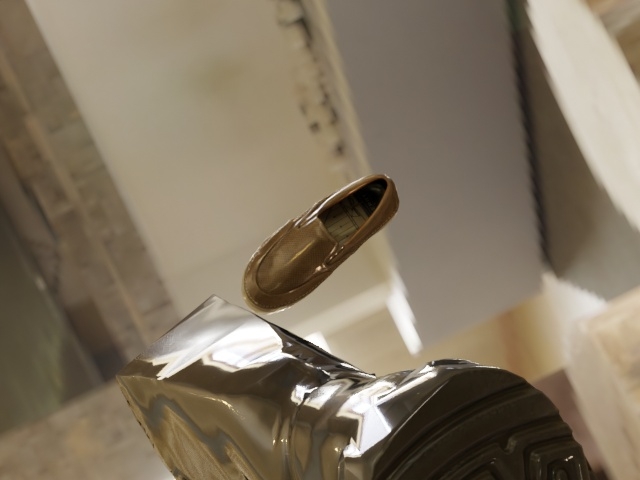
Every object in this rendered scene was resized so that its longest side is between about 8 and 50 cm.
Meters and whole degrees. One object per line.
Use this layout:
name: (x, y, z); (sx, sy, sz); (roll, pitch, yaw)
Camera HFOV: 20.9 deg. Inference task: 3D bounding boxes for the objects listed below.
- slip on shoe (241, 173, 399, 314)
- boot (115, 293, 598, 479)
slip on shoe: (0.000, 0.000, 1.229); (0.051, 0.135, 0.041); (54, 170, 11)
boot: (0.046, 0.215, 0.976); (0.445, 0.146, 0.367); (-1, 112, 68)
